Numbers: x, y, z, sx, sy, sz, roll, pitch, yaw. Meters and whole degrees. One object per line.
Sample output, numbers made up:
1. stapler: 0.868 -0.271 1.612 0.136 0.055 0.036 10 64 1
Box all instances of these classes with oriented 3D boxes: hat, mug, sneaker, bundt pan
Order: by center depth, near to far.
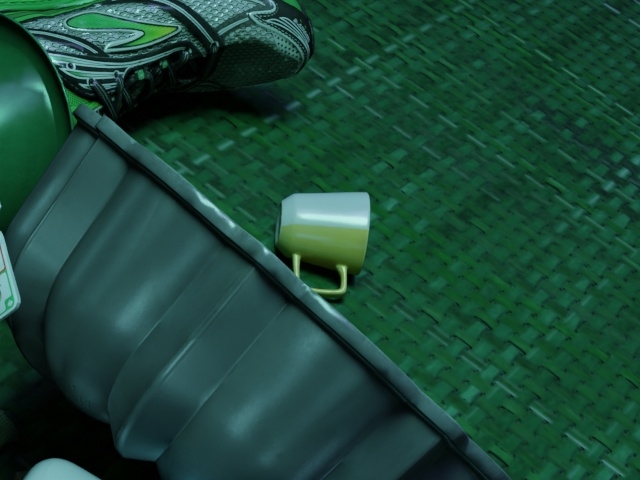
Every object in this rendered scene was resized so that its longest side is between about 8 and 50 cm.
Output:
1. bundt pan: -0.051 0.079 0.869 0.331 0.331 0.124 40 85 20
2. hat: -0.272 -0.038 0.938 0.173 0.208 0.183 16 13 33
3. mug: 0.001 -0.004 1.148 0.064 0.062 0.078 7 34 -7
4. sneaker: -0.163 -0.126 1.172 0.343 0.134 0.146 -9 55 -22

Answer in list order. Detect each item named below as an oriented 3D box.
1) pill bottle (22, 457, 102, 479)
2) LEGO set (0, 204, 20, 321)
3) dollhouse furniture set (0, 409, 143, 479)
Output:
1. pill bottle: -0.060 0.230 0.761 0.264 0.146 0.146 32 38 -4
2. LEGO set: -0.257 0.036 0.865 0.060 0.244 0.182 30 30 -50
3. dollhouse furniture set: -0.182 0.123 0.909 0.152 0.058 0.076 32 39 11
